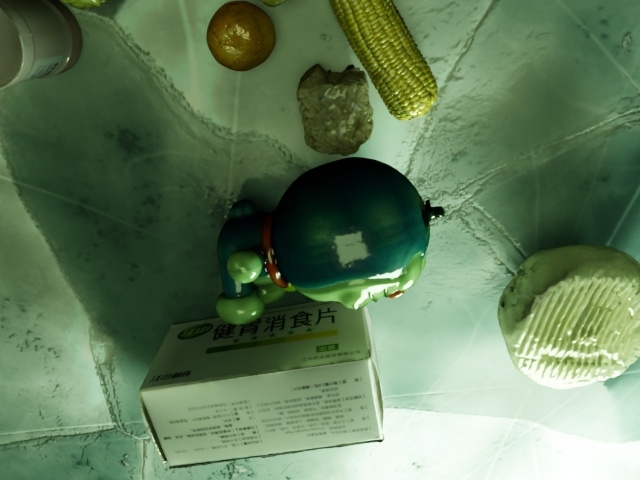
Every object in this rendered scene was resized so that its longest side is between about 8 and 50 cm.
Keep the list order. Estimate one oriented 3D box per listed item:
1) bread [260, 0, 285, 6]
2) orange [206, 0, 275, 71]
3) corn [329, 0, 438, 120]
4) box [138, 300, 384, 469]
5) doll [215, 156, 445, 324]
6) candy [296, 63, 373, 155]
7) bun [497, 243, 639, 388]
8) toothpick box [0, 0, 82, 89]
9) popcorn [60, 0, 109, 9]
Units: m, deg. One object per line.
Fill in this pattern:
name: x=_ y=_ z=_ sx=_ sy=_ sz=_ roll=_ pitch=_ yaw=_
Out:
bread: x=-0.079 y=-0.335 z=0.598 sx=0.064 sy=0.117 sz=0.156 roll=-35 pitch=109 yaw=16
orange: x=-0.096 y=-0.248 z=0.663 sx=0.083 sy=0.070 sz=0.083 roll=4 pitch=124 yaw=6
corn: x=0.076 y=-0.239 z=0.665 sx=0.072 sy=0.072 sz=0.203 roll=-31 pitch=108 yaw=13
box: x=-0.080 y=0.203 z=0.803 sx=0.333 sy=0.173 sz=0.145 roll=-10 pitch=111 yaw=5
doll: x=0.000 y=0.000 z=0.704 sx=0.322 sy=0.198 sz=0.186 roll=-13 pitch=100 yaw=16
candy: x=0.020 y=-0.168 z=0.696 sx=0.095 sy=0.085 sz=0.110 roll=3 pitch=125 yaw=9
bun: x=0.352 y=0.093 z=0.771 sx=0.220 sy=0.134 sz=0.220 roll=-2 pitch=113 yaw=-4
toothpick box: x=-0.353 y=-0.232 z=0.629 sx=0.098 sy=0.149 sz=0.098 roll=0 pitch=113 yaw=1
popcorn: x=-0.286 y=-0.332 z=0.585 sx=0.173 sy=0.173 sz=0.142 roll=16 pitch=108 yaw=-6
